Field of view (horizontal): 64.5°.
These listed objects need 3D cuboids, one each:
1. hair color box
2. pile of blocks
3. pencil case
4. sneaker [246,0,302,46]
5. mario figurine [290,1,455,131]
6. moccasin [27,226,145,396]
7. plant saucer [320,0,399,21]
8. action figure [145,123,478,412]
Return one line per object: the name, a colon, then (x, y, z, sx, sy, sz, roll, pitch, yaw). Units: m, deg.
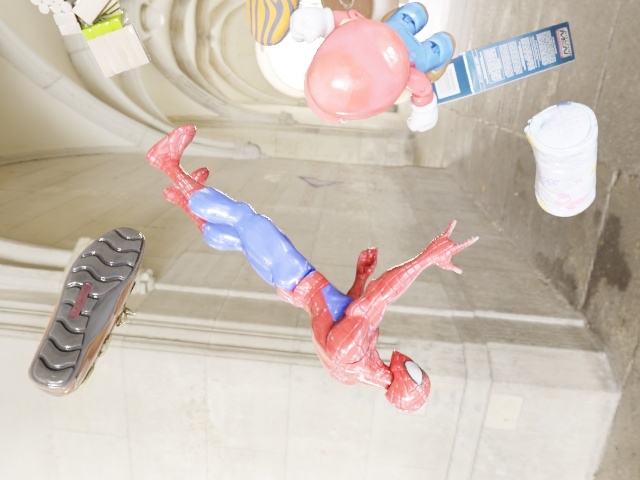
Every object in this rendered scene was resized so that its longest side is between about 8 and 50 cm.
hair color box: (0.457, -0.452, 1.305, 0.174, 0.347, 0.105, 11, 121, 66)
pile of blocks: (-0.509, -0.509, 1.053, 0.362, 0.149, 0.113, 41, -158, -34)
pencil case: (0.488, -0.153, 1.023, 0.273, 0.124, 0.114, 44, -129, -53)
sneaker: (-0.106, -0.495, 0.882, 0.180, 0.124, 0.321, -46, -25, -51)
mario figurine: (0.069, -0.241, 0.723, 0.320, 0.198, 0.170, -42, -34, -48)
moccasin: (-0.479, 0.146, 1.092, 0.147, 0.139, 0.380, 116, 165, -64)
plant saucer: (0.055, -0.441, 0.906, 0.036, 0.198, 0.199, -35, -31, -27)
action figure: (0.000, 0.000, 0.399, 0.139, 0.280, 0.091, -37, -23, -16)
